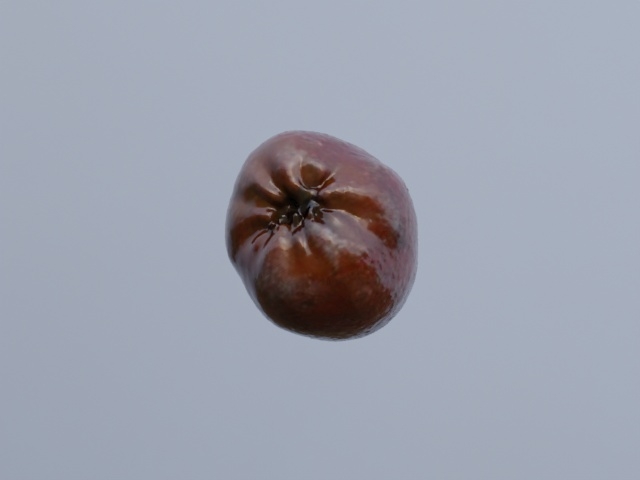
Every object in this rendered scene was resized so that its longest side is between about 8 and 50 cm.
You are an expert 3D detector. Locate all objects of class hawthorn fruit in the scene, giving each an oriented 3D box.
[{"bbox_3d":[0.000,0.000,1.786,0.284,0.284,0.284,7,-30,4],"label":"hawthorn fruit"}]
